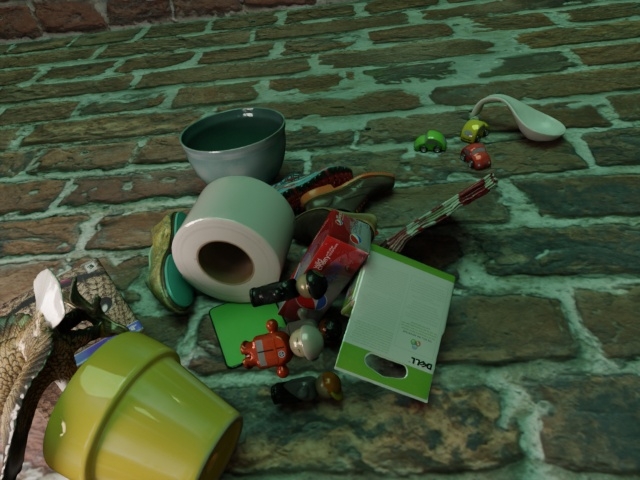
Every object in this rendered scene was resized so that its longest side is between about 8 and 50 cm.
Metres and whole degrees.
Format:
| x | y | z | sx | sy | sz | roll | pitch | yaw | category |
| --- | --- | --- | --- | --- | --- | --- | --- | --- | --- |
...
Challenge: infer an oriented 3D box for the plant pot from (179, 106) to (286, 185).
| x | y | z | sx | sy | sz | roll | pitch | yaw | category |
| --- | --- | --- | --- | --- | --- | --- | --- | --- | --- |
| -0.229 | -0.231 | 1.535 | 0.293 | 0.196 | 0.293 | -6 | 34 | 4 | plant pot |

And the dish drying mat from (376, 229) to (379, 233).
| x | y | z | sx | sy | sz | roll | pitch | yaw | category |
| --- | --- | --- | --- | --- | --- | --- | --- | --- | --- |
| 0.106 | -0.010 | 1.360 | 0.083 | 0.008 | 0.032 | -28 | 42 | -20 | dish drying mat |

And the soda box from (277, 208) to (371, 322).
| x | y | z | sx | sy | sz | roll | pitch | yaw | category |
| --- | --- | --- | --- | --- | --- | --- | --- | --- | --- |
| 0.004 | 0.064 | 1.095 | 0.092 | 0.263 | 0.083 | 24 | 41 | -11 | soda box |

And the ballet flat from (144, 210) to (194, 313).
| x | y | z | sx | sy | sz | roll | pitch | yaw | category |
| --- | --- | --- | --- | --- | --- | --- | --- | --- | --- |
| -0.371 | 0.064 | 1.307 | 0.123 | 0.123 | 0.348 | -12 | 41 | -2 | ballet flat |

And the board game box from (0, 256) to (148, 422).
| x | y | z | sx | sy | sz | roll | pitch | yaw | category |
| --- | --- | --- | --- | --- | --- | --- | --- | --- | --- |
| -0.504 | 0.207 | 1.129 | 0.232 | 0.141 | 0.291 | -31 | 44 | -23 | board game box |

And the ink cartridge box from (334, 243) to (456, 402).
| x | y | z | sx | sy | sz | roll | pitch | yaw | category |
| --- | --- | --- | --- | --- | --- | --- | --- | --- | --- |
| 0.133 | 0.161 | 1.039 | 0.189 | 0.097 | 0.255 | 22 | 66 | -5 | ink cartridge box |

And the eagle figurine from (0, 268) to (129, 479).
| x | y | z | sx | sy | sz | roll | pitch | yaw | category |
| --- | --- | --- | --- | --- | --- | --- | --- | --- | --- |
| -0.469 | 0.216 | 0.881 | 0.225 | 0.226 | 0.298 | 47 | 58 | -2 | eagle figurine |

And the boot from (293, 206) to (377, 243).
| x | y | z | sx | sy | sz | roll | pitch | yaw | category |
| --- | --- | --- | --- | --- | --- | --- | --- | --- | --- |
| 0.000 | 0.000 | 1.259 | 0.249 | 0.090 | 0.207 | -4 | 27 | 28 | boot |

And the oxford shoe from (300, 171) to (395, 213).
| x | y | z | sx | sy | sz | roll | pitch | yaw | category |
| --- | --- | --- | --- | --- | --- | --- | --- | --- | --- |
| 0.086 | -0.106 | 1.434 | 0.272 | 0.097 | 0.098 | -19 | 69 | -14 | oxford shoe |

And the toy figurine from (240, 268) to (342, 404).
| x | y | z | sx | sy | sz | roll | pitch | yaw | category |
| --- | --- | --- | --- | --- | --- | --- | --- | --- | --- |
| -0.037 | 0.183 | 1.007 | 0.148 | 0.209 | 0.213 | -15 | 38 | 14 | toy figurine |

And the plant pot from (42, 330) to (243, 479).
| x | y | z | sx | sy | sz | roll | pitch | yaw | category |
| --- | --- | --- | --- | --- | --- | --- | --- | --- | --- |
| -0.272 | 0.314 | 0.897 | 0.239 | 0.254 | 0.254 | 24 | 49 | 13 | plant pot |

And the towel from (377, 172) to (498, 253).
| x | y | z | sx | sy | sz | roll | pitch | yaw | category |
| --- | --- | --- | --- | --- | --- | --- | --- | --- | --- |
| 0.229 | -0.030 | 1.222 | 0.329 | 0.237 | 0.037 | -31 | 85 | -23 | towel |

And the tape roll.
| x | y | z | sx | sy | sz | roll | pitch | yaw | category |
| --- | --- | --- | --- | --- | --- | --- | --- | --- | --- |
| -0.190 | -0.001 | 1.224 | 0.246 | 0.246 | 0.169 | 0 | 38 | 11 | tape roll |

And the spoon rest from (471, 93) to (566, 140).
| x | y | z | sx | sy | sz | roll | pitch | yaw | category |
| --- | --- | --- | --- | --- | --- | --- | --- | --- | --- |
| 0.588 | -0.367 | 1.598 | 0.276 | 0.084 | 0.137 | 28 | 43 | 28 | spoon rest |

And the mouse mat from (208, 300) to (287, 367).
| x | y | z | sx | sy | sz | roll | pitch | yaw | category |
| --- | --- | --- | --- | --- | --- | --- | --- | --- | --- |
| -0.155 | 0.187 | 1.185 | 0.153 | 0.007 | 0.189 | -20 | 42 | -12 | mouse mat |

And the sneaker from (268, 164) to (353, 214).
| x | y | z | sx | sy | sz | roll | pitch | yaw | category |
| --- | --- | --- | --- | --- | --- | --- | --- | --- | --- |
| -0.039 | -0.161 | 1.493 | 0.262 | 0.104 | 0.125 | -21 | 39 | -13 | sneaker |

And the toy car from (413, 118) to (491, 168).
| x | y | z | sx | sy | sz | roll | pitch | yaw | category |
| --- | --- | --- | --- | --- | --- | --- | --- | --- | --- |
| 0.390 | -0.297 | 1.600 | 0.225 | 0.053 | 0.239 | 3 | 42 | 14 | toy car |
